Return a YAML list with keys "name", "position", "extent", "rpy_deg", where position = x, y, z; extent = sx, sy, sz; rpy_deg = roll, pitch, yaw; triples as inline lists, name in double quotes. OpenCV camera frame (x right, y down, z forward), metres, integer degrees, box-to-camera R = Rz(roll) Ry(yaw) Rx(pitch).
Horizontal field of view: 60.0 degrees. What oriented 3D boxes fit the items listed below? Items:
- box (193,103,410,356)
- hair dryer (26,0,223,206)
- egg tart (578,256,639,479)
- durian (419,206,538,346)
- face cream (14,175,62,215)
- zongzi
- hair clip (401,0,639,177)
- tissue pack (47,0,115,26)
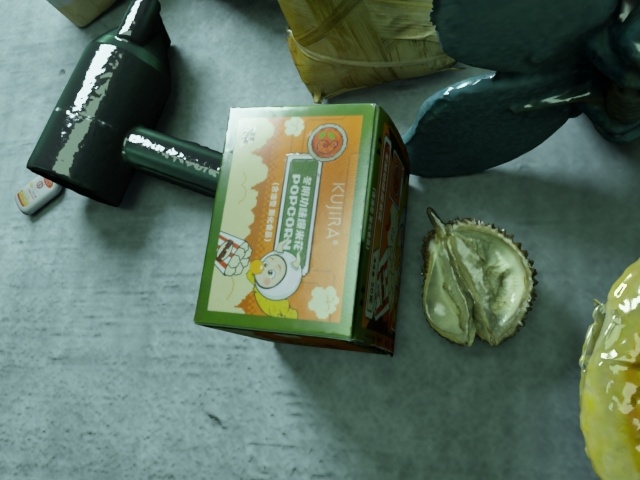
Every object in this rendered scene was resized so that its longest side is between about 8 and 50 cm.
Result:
- name: "box"
  position: [0.000, 0.000, 0.521]
  extent: [0.148, 0.177, 0.195]
  rpy_deg: [4, 76, 17]
- name: "hair dryer"
  position: [-0.165, -0.142, 0.666]
  extent: [0.302, 0.116, 0.244]
  rpy_deg: [20, 81, 10]
- name: "egg tart"
  position: [0.365, 0.123, 0.399]
  extent: [0.341, 0.132, 0.342]
  rpy_deg: [-5, 73, 16]
- name: "durian"
  position: [0.140, 0.030, 0.528]
  extent: [0.110, 0.071, 0.140]
  rpy_deg: [-30, 81, 12]
- name: "face cream"
  position: [-0.368, -0.071, 0.739]
  extent: [0.083, 0.021, 0.040]
  rpy_deg: [-37, 69, 4]
- name: "zongzi"
  position: [0.047, -0.241, 0.567]
  extent: [0.194, 0.197, 0.099]
  rpy_deg: [-9, 62, 11]
- name: "hair clip"
  position: [0.251, -0.192, 0.433]
  extent: [0.391, 0.318, 0.239]
  rpy_deg: [11, 76, 21]
- name: "tissue pack"
  position: [-0.328, -0.405, 0.715]
  extent: [0.186, 0.222, 0.090]
  rpy_deg: [-32, 71, 6]
